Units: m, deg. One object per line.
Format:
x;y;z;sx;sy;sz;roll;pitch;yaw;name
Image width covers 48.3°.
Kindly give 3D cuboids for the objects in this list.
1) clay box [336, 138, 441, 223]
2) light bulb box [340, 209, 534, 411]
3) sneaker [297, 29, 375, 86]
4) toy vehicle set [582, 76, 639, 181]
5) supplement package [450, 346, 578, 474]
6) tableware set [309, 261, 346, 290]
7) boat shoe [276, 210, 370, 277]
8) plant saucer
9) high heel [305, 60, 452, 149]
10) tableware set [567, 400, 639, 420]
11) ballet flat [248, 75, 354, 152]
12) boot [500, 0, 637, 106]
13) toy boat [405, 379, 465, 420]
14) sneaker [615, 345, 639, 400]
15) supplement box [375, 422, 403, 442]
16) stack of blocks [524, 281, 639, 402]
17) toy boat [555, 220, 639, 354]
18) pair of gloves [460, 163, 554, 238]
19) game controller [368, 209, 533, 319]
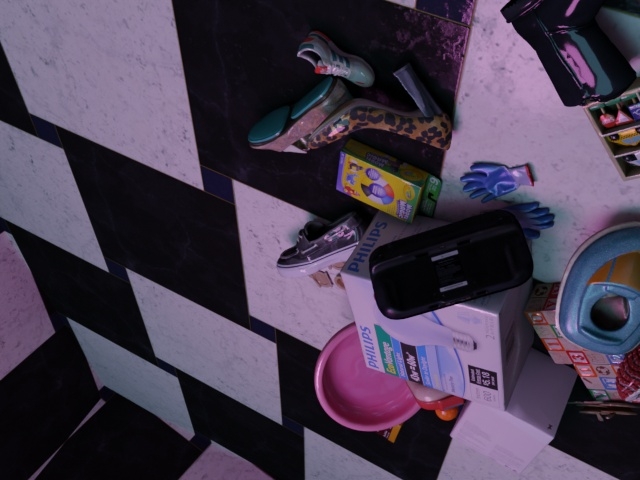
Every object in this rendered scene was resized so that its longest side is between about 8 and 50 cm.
0.145;-0.122;1.557;0.222;0.053;0.127;27;146;15;clay box
0.275;0.152;1.622;0.360;0.225;0.358;13;140;29;light bulb box
0.026;-0.335;1.380;0.161;0.075;0.057;36;147;1;sneaker
0.567;-0.192;1.110;0.266;0.035;0.166;-13;123;49;toy vehicle set
0.478;0.412;1.784;0.199;0.198;0.263;27;146;14;supplement package
0.020;0.086;1.954;0.168;0.020;0.141;3;134;40;tableware set
0.000;0.000;1.801;0.335;0.121;0.119;-21;110;40;boat shoe
0.143;0.350;1.928;0.332;0.332;0.084;50;-175;-20;plant saucer
0.115;-0.197;1.381;0.261;0.093;0.186;-31;108;20;high heel
0.659;0.395;1.645;0.128;0.039;0.194;6;167;-4;tableware set
-0.038;-0.243;1.533;0.106;0.108;0.316;36;150;-26;ballet flat
0.407;-0.314;1.047;0.207;0.094;0.246;48;152;-12;boot
0.304;0.381;1.797;0.231;0.150;0.151;-118;10;-76;toy boat
0.686;0.244;1.419;0.092;0.088;0.225;35;110;-18;sneaker
0.181;0.446;2.096;0.194;0.191;0.129;27;147;14;supplement box
0.592;0.223;1.551;0.171;0.087;0.297;-9;127;47;stack of blocks
0.605;0.109;1.303;0.318;0.148;0.268;15;109;10;toy boat
0.376;-0.076;1.436;0.159;0.023;0.198;-4;129;44;pair of gloves
0.254;0.049;1.427;0.319;0.167;0.067;-18;159;12;game controller
